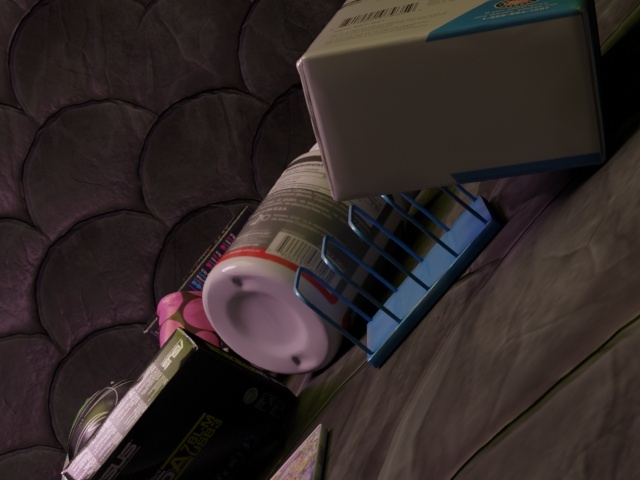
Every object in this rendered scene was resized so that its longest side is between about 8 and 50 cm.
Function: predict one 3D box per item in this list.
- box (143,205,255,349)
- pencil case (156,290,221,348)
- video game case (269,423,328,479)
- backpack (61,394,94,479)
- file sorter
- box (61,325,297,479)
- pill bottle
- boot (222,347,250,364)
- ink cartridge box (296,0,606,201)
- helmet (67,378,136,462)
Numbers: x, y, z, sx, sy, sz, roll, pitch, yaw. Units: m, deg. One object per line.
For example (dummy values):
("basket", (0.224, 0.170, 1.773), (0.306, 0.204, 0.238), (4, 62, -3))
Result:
("box", (-0.159, 0.088, 2.053), (0.270, 0.143, 0.165), (-51, 6, -2))
("pencil case", (-0.148, 0.165, 1.441), (0.095, 0.098, 0.209), (-16, 51, 9))
("video game case", (-0.027, 0.213, 1.035), (0.087, 0.011, 0.122), (-50, 7, 13))
("backpack", (-0.334, 0.342, 1.888), (0.115, 0.152, 0.182), (120, 173, -68))
("file sorter", (0.067, 0.007, 1.117), (0.170, 0.104, 0.118), (-50, 7, 11))
("box", (-0.139, 0.198, 1.241), (0.190, 0.045, 0.184), (-51, -38, 2))
("pill bottle", (0.000, 0.000, 1.364), (0.161, 0.161, 0.283), (-44, 9, 47))
("boot", (-0.140, 0.196, 1.639), (0.123, 0.095, 0.258), (-45, 15, 3))
("ink cartridge box", (0.129, -0.159, 1.057), (0.223, 0.129, 0.307), (-9, 21, 16))
("helmet", (-0.283, 0.286, 1.746), (0.169, 0.169, 0.161), (-58, -7, -45))
